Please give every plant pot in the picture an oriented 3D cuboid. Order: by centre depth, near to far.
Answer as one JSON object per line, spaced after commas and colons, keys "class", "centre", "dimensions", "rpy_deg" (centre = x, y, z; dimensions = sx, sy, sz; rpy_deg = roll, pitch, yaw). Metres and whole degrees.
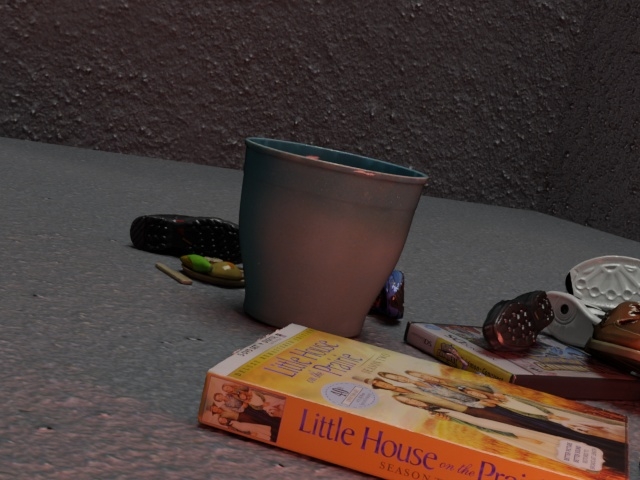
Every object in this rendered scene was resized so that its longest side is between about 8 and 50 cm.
{"class": "plant pot", "centre": [0.000, 0.000, 1.659], "dimensions": [0.272, 0.255, 0.271], "rpy_deg": [11, 9, -2]}

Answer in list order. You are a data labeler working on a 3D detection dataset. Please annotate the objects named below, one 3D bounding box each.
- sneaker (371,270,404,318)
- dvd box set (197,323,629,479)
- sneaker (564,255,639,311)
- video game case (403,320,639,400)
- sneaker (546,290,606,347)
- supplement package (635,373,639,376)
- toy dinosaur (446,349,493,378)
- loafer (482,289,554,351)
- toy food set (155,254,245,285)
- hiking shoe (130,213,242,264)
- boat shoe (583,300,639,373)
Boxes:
{"class": "sneaker", "centre": [0.078, 0.085, 1.874], "dimensions": [0.087, 0.083, 0.221], "rpy_deg": [-5, 8, -19]}
{"class": "dvd box set", "centre": [0.116, 0.191, 1.212], "dimensions": [0.421, 0.062, 0.308], "rpy_deg": [14, 8, 14]}
{"class": "sneaker", "centre": [0.690, 0.115, 2.461], "dimensions": [0.323, 0.130, 0.236], "rpy_deg": [-6, -17, 5]}
{"class": "video game case", "centre": [0.303, 0.177, 1.663], "dimensions": [0.275, 0.035, 0.248], "rpy_deg": [6, 10, -33]}
{"class": "sneaker", "centre": [0.491, 0.157, 1.964], "dimensions": [0.121, 0.079, 0.217], "rpy_deg": [9, 17, -42]}
{"class": "supplement package", "centre": [0.641, 0.144, 1.796], "dimensions": [0.194, 0.203, 0.149], "rpy_deg": [5, 11, -38]}
{"class": "toy dinosaur", "centre": [0.190, 0.189, 1.488], "dimensions": [0.090, 0.047, 0.082], "rpy_deg": [44, -16, -24]}
{"class": "loafer", "centre": [0.280, 0.125, 1.657], "dimensions": [0.078, 0.076, 0.223], "rpy_deg": [-24, -3, 28]}
{"class": "toy food set", "centre": [-0.166, 0.045, 1.863], "dimensions": [0.192, 0.038, 0.132], "rpy_deg": [6, 10, -35]}
{"class": "hiking shoe", "centre": [-0.219, -0.013, 2.014], "dimensions": [0.227, 0.086, 0.114], "rpy_deg": [12, 12, 2]}
{"class": "boat shoe", "centre": [0.465, 0.139, 1.686], "dimensions": [0.111, 0.104, 0.307], "rpy_deg": [29, -1, 1]}
